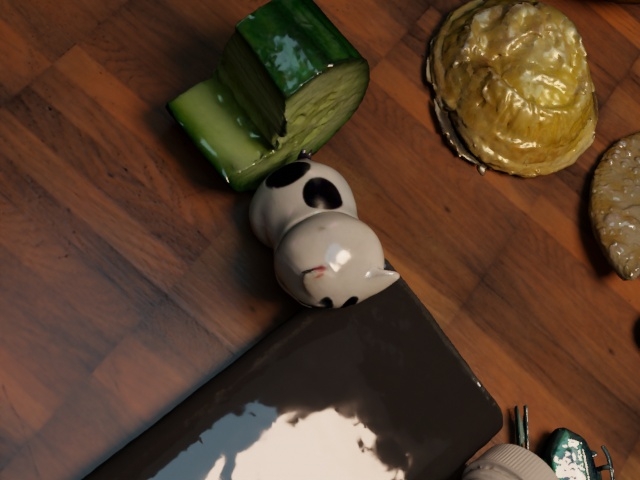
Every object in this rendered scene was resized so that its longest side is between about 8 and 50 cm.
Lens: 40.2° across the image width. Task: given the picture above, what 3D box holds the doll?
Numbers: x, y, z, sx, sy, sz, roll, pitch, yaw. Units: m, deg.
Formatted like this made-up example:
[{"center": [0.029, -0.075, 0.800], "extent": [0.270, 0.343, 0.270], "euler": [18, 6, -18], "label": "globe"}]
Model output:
[{"center": [-0.002, -0.002, 0.858], "extent": [0.110, 0.107, 0.181], "euler": [-3, 41, -19], "label": "doll"}]

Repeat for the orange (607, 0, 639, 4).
[{"center": [0.389, -0.431, 1.072], "extent": [0.274, 0.274, 0.274], "euler": [6, 70, -16], "label": "orange"}]

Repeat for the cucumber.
[{"center": [-0.041, -0.155, 0.887], "extent": [0.191, 0.191, 0.130], "euler": [-41, 88, -25], "label": "cucumber"}]

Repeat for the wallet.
[{"center": [-0.024, 0.210, 0.828], "extent": [0.406, 0.062, 0.228], "euler": [-36, 85, -26], "label": "wallet"}]

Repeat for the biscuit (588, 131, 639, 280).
[{"center": [0.406, -0.067, 1.067], "extent": [0.290, 0.038, 0.141], "euler": [-35, 69, -28], "label": "biscuit"}]

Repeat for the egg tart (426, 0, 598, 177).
[{"center": [0.242, -0.196, 1.040], "extent": [0.232, 0.098, 0.252], "euler": [27, 69, -3], "label": "egg tart"}]

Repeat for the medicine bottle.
[{"center": [0.144, 0.273, 0.810], "extent": [0.168, 0.105, 0.105], "euler": [-27, 81, -39], "label": "medicine bottle"}]

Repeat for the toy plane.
[{"center": [0.251, 0.285, 0.891], "extent": [0.096, 0.060, 0.235], "euler": [2, 68, -9], "label": "toy plane"}]
